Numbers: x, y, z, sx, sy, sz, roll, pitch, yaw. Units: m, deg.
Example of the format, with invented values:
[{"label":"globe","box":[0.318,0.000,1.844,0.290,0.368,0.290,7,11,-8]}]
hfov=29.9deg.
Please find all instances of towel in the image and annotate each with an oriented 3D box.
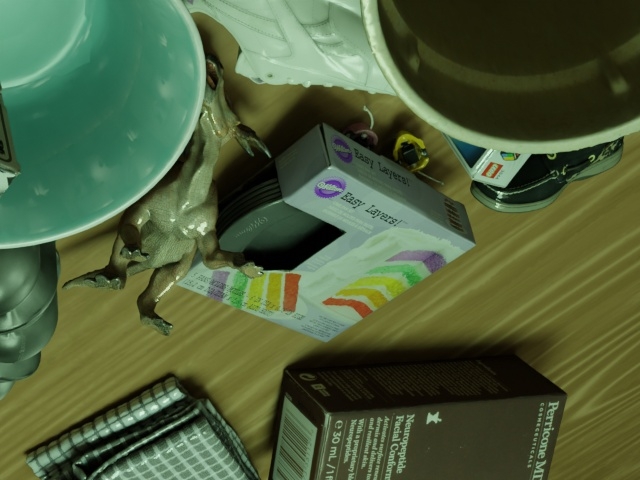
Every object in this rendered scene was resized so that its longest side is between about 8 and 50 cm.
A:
[{"label":"towel","box":[-0.208,0.326,1.557,0.235,0.121,0.284,-28,139,0]}]

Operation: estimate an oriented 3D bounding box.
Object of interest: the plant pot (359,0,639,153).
[{"label":"plant pot","box":[0.164,-0.293,0.953,0.333,0.305,0.334,-7,132,-8]}]

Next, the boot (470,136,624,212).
[{"label":"boot","box":[0.271,-0.140,1.338,0.236,0.085,0.179,-24,141,-33]}]

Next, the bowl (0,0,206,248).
[{"label":"bowl","box":[-0.266,-0.160,0.994,0.311,0.163,0.312,-15,139,-14]}]

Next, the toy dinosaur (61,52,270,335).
[{"label":"toy dinosaur","box":[-0.146,-0.035,1.215,0.127,0.200,0.295,26,139,-26]}]

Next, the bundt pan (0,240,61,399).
[{"label":"bundt pan","box":[-0.409,0.074,1.192,0.330,0.124,0.331,-15,138,-14]}]

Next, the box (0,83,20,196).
[{"label":"box","box":[-0.338,-0.014,0.859,0.087,0.169,0.290,25,119,-39]}]

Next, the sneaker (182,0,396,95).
[{"label":"sneaker","box":[0.009,-0.194,1.120,0.305,0.114,0.152,31,123,-17]}]

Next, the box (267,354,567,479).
[{"label":"box","box":[0.132,0.276,1.631,0.381,0.143,0.191,-2,111,-29]}]

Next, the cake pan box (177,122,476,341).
[{"label":"cake pan box","box":[0.000,0.000,1.337,0.245,0.070,0.267,-36,139,26]}]

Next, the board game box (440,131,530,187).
[{"label":"board game box","box":[0.206,-0.227,1.150,0.053,0.193,0.305,12,126,-36]}]

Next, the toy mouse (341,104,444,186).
[{"label":"toy mouse","box":[0.046,-0.086,1.333,0.143,0.031,0.161,-27,137,6]}]
